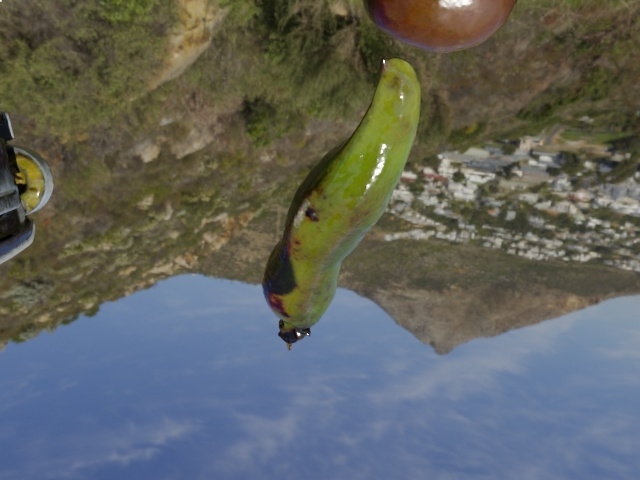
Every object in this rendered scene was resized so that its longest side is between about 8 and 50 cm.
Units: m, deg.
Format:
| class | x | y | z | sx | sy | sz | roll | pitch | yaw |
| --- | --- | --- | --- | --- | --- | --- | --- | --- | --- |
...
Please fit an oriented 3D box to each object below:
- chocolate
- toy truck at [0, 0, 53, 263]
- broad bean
| class | x | y | z | sx | sy | sz | roll | pitch | yaw |
| --- | --- | --- | --- | --- | --- | --- | --- | --- | --- |
| chocolate | 0.105 | -0.233 | 0.518 | 0.133 | 0.124 | 0.127 | -28 | -140 | -3 |
| toy truck | -0.304 | -0.152 | 0.351 | 0.175 | 0.368 | 0.146 | -9 | -167 | 0 |
| broad bean | 0.000 | 0.000 | 0.471 | 0.077 | 0.061 | 0.339 | -4 | 145 | -24 |
